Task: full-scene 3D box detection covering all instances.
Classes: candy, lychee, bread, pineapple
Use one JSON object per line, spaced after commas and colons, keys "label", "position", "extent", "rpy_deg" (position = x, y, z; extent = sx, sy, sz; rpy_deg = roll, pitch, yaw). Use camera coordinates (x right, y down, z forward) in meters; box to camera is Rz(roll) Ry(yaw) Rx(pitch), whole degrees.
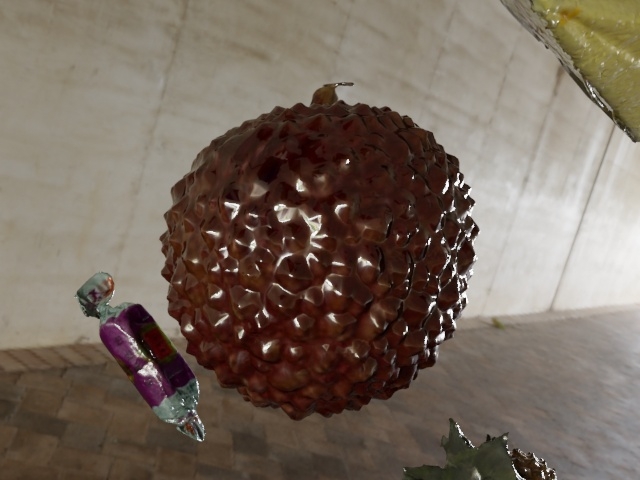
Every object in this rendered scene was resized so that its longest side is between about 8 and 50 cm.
{"label": "candy", "position": [-0.150, 0.099, 0.640], "extent": [0.175, 0.043, 0.045], "rpy_deg": [52, 33, 3]}
{"label": "lychee", "position": [0.000, 0.000, 0.625], "extent": [0.265, 0.299, 0.264], "rpy_deg": [2, -24, 1]}
{"label": "bread", "position": [0.222, -0.292, 0.870], "extent": [0.405, 0.242, 0.345], "rpy_deg": [-12, 62, -30]}
{"label": "pineapple", "position": [0.167, 0.250, 0.701], "extent": [0.119, 0.130, 0.277], "rpy_deg": [-4, -23, 24]}
